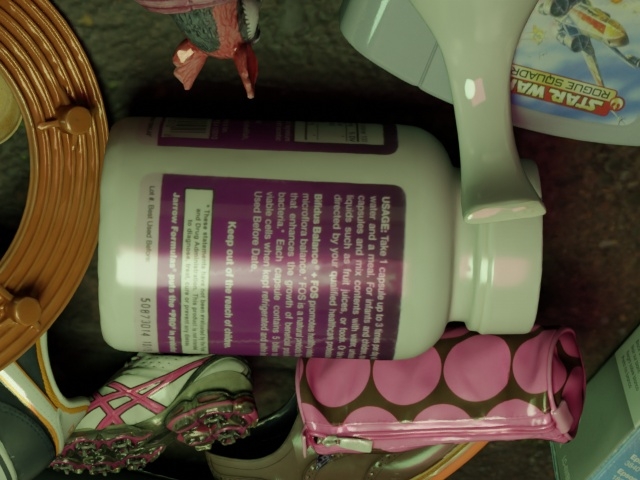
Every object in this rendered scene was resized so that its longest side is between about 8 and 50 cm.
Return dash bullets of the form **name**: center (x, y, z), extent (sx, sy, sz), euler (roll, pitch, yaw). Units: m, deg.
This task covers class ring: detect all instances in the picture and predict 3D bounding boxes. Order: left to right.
- **ring**: center (-0.294, -0.044, 1.289), extent (0.336, 0.032, 0.337), euler (-5, 101, -30)

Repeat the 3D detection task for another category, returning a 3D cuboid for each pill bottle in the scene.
- **pill bottle**: center (0.000, 0.000, 1.348), extent (0.301, 0.169, 0.169), euler (2, 123, -1)

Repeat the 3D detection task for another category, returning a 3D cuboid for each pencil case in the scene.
- **pencil case**: center (0.087, 0.114, 1.399), extent (0.209, 0.098, 0.095), euler (-7, 116, 16)

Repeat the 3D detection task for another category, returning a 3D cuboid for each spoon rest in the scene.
- **spoon rest**: center (0.104, -0.153, 1.231), extent (0.137, 0.084, 0.276), euler (-6, 112, -4)

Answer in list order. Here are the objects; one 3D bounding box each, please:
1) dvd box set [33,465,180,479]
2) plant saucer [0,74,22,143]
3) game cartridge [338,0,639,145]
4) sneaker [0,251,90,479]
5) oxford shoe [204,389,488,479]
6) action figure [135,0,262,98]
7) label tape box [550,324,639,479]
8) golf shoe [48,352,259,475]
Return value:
- **dvd box set**: center (-0.158, 0.371, 1.603), extent (0.307, 0.062, 0.420), euler (12, 124, 13)
- **plant saucer**: center (-0.253, -0.104, 1.372), extent (0.083, 0.015, 0.083), euler (0, 123, 0)
- **game cartridge**: center (0.174, -0.167, 1.296), extent (0.297, 0.062, 0.198), euler (13, 118, -15)
- **sneaker**: center (-0.295, 0.039, 1.409), extent (0.126, 0.127, 0.321), euler (-16, 109, 57)
- **oxford shoe**: center (0.033, 0.146, 1.489), extent (0.271, 0.097, 0.098), euler (-28, 113, 17)
- **action figure**: center (-0.080, -0.256, 1.139), extent (0.248, 0.276, 0.370), euler (-13, 108, 1)
- **label tape box**: center (0.378, 0.112, 1.458), extent (0.249, 0.115, 0.348), euler (29, 116, -18)
- **golf shoe**: center (-0.140, 0.129, 1.489), extent (0.186, 0.086, 0.067), euler (-14, 148, 6)
